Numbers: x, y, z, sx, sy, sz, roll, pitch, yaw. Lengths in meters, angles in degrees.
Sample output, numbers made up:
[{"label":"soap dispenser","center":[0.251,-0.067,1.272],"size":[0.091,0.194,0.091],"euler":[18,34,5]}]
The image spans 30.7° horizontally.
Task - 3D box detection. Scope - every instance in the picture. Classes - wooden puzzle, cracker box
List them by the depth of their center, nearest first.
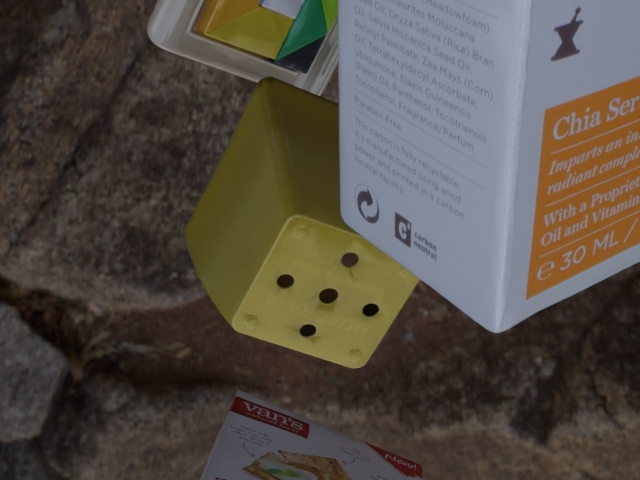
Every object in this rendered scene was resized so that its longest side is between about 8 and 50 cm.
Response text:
[{"label":"cracker box","center":[-0.013,0.199,0.782],"size":[0.156,0.232,0.067],"euler":[22,106,-2]},{"label":"wooden puzzle","center":[-0.046,-0.279,1.288],"size":[0.239,0.044,0.221],"euler":[16,110,-39]}]

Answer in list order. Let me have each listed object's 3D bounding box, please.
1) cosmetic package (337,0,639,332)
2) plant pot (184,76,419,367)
[{"label":"cosmetic package","center":[0.143,-0.200,0.641],"size":[0.230,0.161,0.453],"euler":[-22,129,-27]},{"label":"plant pot","center":[0.000,0.000,1.153],"size":[0.212,0.187,0.212],"euler":[20,119,-19]}]
